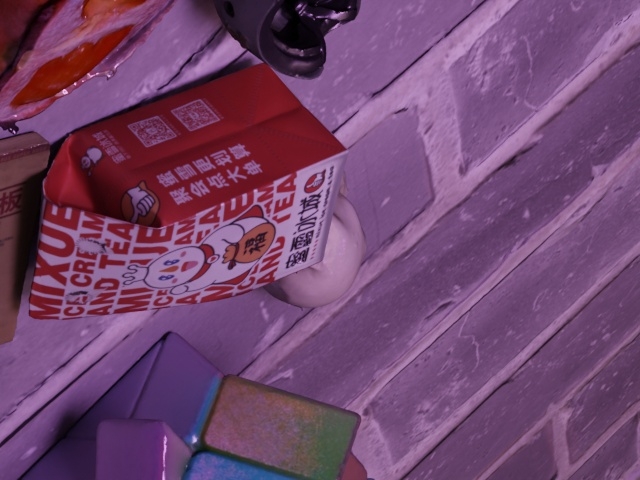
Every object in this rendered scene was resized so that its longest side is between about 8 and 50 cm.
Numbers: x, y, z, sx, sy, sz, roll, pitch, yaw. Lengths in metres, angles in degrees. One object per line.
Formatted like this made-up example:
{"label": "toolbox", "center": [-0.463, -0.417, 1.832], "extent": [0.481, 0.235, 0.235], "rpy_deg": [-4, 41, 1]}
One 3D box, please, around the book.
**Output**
{"label": "book", "center": [-0.320, 0.019, 1.534], "extent": [0.161, 0.026, 0.231], "rpy_deg": [-20, 139, -41]}

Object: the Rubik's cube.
{"label": "Rubik's cube", "center": [-0.112, 0.309, 1.835], "extent": [0.387, 0.368, 0.358], "rpy_deg": [-45, 133, -6]}

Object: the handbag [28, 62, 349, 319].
{"label": "handbag", "center": [-0.133, -0.023, 1.617], "extent": [0.298, 0.151, 0.171], "rpy_deg": [-25, 148, -30]}

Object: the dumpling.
{"label": "dumpling", "center": [-0.001, -0.001, 1.889], "extent": [0.150, 0.092, 0.176], "rpy_deg": [-58, 147, -14]}

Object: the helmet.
{"label": "helmet", "center": [-0.033, -0.240, 1.551], "extent": [0.177, 0.107, 0.153], "rpy_deg": [-61, 152, -20]}

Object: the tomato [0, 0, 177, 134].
{"label": "tomato", "center": [-0.200, -0.196, 1.357], "extent": [0.228, 0.112, 0.199], "rpy_deg": [-44, 170, 37]}
